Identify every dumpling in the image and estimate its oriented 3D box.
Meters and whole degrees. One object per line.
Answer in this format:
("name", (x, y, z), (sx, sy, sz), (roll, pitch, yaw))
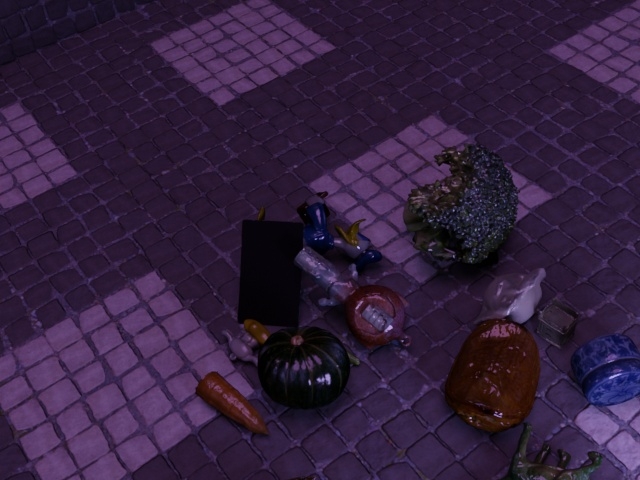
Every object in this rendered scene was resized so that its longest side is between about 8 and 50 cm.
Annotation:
("dumpling", (0.465, 0.135, 1.894), (0.229, 0.151, 0.124), (-36, 80, -26))

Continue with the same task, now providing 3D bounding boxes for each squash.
("squash", (-0.039, 0.287, 1.787), (0.218, 0.172, 0.218), (-8, 44, 8))
("squash", (0.059, 0.272, 1.889), (0.089, 0.027, 0.027), (34, 59, 25))

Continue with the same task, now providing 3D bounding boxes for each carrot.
("carrot", (-0.191, 0.383, 1.795), (0.205, 0.072, 0.072), (35, 59, 25))

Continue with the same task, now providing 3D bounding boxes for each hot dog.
("hot dog", (0.388, 0.300, 1.766), (0.196, 0.122, 0.272), (14, 46, 16))

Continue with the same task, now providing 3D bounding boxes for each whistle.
("whistle", (0.083, 0.139, 1.901), (0.346, 0.142, 0.134), (39, 18, 8))

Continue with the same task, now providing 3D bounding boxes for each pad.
("pad", (-0.124, 0.082, 1.977), (0.160, 0.265, 0.009), (4, 3, 9))

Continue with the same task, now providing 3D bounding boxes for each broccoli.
("broccoli", (0.367, -0.090, 2.039), (0.318, 0.277, 0.338), (-27, 38, 8))

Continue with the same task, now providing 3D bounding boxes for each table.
("table", (0.558, 0.195, 1.866), (0.062, 0.083, 0.079), (-38, 55, -27))

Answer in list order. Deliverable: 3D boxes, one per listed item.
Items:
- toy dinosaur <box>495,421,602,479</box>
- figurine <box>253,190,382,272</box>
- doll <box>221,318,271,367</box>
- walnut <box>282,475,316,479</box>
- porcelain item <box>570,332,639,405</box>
("toy dinosaur", (0.419, 0.523, 1.579), (0.447, 0.087, 0.301), (19, 51, 30))
("figurine", (0.000, 0.000, 2.090), (0.338, 0.204, 0.283), (16, 43, 4))
("doll", (-0.172, 0.251, 1.912), (0.113, 0.071, 0.135), (-23, 53, -4))
("walnut", (-0.085, 0.553, 1.582), (0.245, 0.137, 0.137), (-14, 47, -2))
("porcelain item", (0.636, 0.288, 1.731), (0.147, 0.147, 0.114), (-11, 47, -4))
